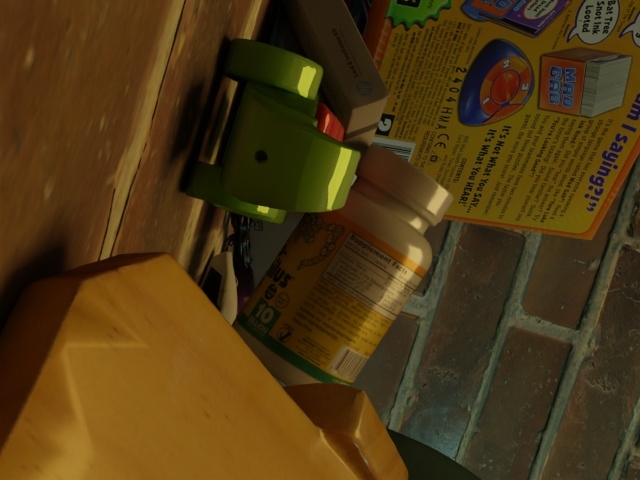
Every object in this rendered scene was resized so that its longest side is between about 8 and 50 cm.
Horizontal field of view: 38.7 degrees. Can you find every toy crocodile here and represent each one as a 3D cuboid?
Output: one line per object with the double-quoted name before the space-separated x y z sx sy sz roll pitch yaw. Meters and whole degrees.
"toy crocodile" -0.027 -0.068 0.686 0.340 0.105 0.115 -86 -166 -89

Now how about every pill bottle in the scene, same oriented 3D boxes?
"pill bottle" 0.023 0.026 0.793 0.208 0.118 0.117 -56 180 1

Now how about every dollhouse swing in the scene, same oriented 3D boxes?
"dollhouse swing" -0.139 0.212 0.438 0.315 0.305 0.346 -14 -134 39

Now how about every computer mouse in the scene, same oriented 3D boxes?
"computer mouse" -0.096 0.052 0.901 0.106 0.042 0.193 109 -1 -51

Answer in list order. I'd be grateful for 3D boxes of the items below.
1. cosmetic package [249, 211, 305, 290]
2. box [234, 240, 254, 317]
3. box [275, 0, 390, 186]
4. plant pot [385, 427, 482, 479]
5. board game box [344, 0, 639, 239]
"cosmetic package" 0.000 0.000 1.201 0.238 0.107 0.127 -33 119 -67
"box" -0.109 0.125 1.302 0.293 0.057 0.201 107 1 -51
"box" 0.003 -0.141 0.823 0.186 0.038 0.145 106 -38 -71
"plant pot" 0.066 0.295 0.782 0.271 0.255 0.271 15 90 -82
"board game box" 0.207 -0.265 1.162 0.356 0.356 0.356 -96 -162 -50
